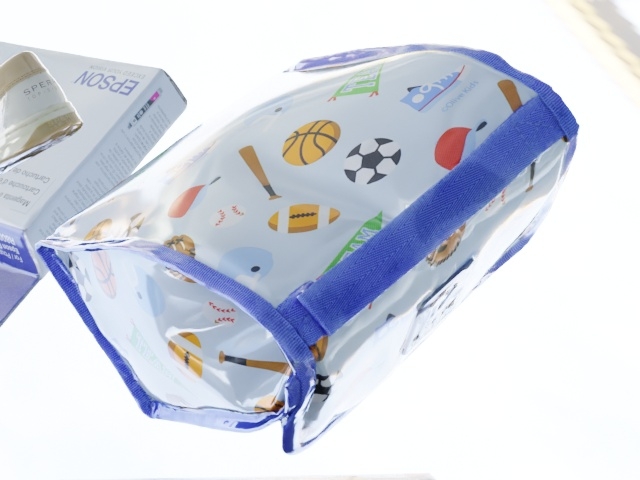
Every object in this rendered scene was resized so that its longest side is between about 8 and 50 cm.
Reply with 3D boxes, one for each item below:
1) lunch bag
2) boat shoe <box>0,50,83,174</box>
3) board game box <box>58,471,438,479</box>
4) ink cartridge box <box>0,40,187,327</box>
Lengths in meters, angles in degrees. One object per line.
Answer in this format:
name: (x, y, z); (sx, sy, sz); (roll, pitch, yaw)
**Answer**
lunch bag: (0.000, 0.000, 1.512); (0.328, 0.385, 0.239); (-40, -74, -24)
boat shoe: (-0.204, -0.062, 1.044); (0.063, 0.170, 0.059); (-26, -86, -52)
board game box: (-0.037, 0.223, 1.365); (0.305, 0.053, 0.193); (0, -173, -14)
ink cartridge box: (-0.354, -0.074, 1.985); (0.324, 0.071, 0.330); (14, -124, 44)
